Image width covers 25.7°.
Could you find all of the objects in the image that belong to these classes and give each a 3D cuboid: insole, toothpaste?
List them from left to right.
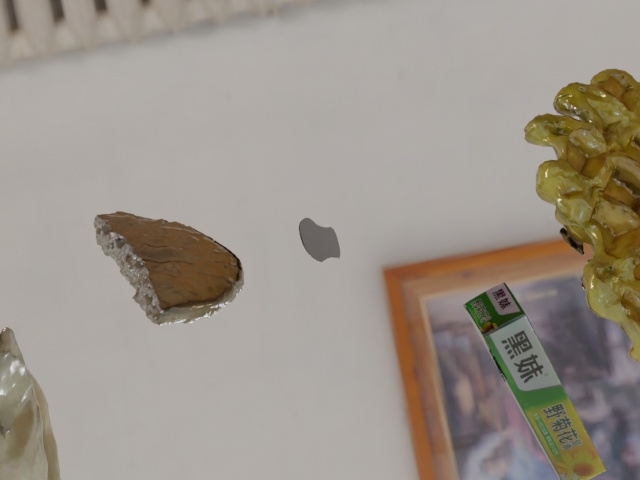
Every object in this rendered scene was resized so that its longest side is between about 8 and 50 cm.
[{"bbox_3d":[0.000,0.000,1.393,0.002,0.045,0.135,-14,175,15],"label":"insole"},{"bbox_3d":[0.157,0.109,1.019,0.037,0.178,0.043,-28,-145,5],"label":"toothpaste"}]

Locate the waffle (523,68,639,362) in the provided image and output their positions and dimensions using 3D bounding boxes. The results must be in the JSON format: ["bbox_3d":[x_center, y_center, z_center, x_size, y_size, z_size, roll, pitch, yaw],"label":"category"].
[{"bbox_3d":[0.294,0.001,1.025,0.307,0.312,0.060,-12,157,-36],"label":"waffle"}]

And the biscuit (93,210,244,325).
[{"bbox_3d":[-0.152,0.022,1.501,0.141,0.038,0.290,2,-161,-24],"label":"biscuit"}]

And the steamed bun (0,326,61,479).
[{"bbox_3d":[-0.355,0.192,1.019,0.346,0.237,0.394,0,147,-26],"label":"steamed bun"}]
